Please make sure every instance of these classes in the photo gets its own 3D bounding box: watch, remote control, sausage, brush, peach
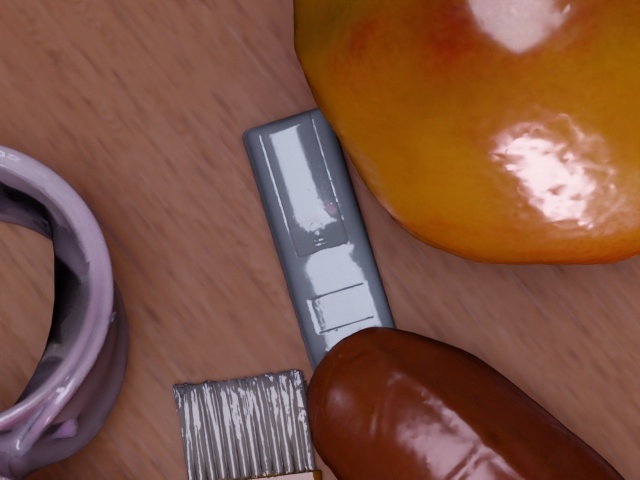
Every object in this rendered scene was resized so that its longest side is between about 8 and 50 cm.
[{"bbox_3d":[-0.205,0.075,1.206,0.244,0.196,0.231,17,67,4],"label":"watch"},{"bbox_3d":[0.000,0.000,1.248,0.061,0.029,0.162,-18,86,4],"label":"remote control"},{"bbox_3d":[0.102,0.152,1.186,0.258,0.133,0.133,41,90,4],"label":"sausage"},{"bbox_3d":[-0.033,0.241,1.245,0.090,0.017,0.314,-7,87,3],"label":"brush"},{"bbox_3d":[0.146,-0.138,1.126,0.307,0.289,0.289,-18,86,9],"label":"peach"}]
